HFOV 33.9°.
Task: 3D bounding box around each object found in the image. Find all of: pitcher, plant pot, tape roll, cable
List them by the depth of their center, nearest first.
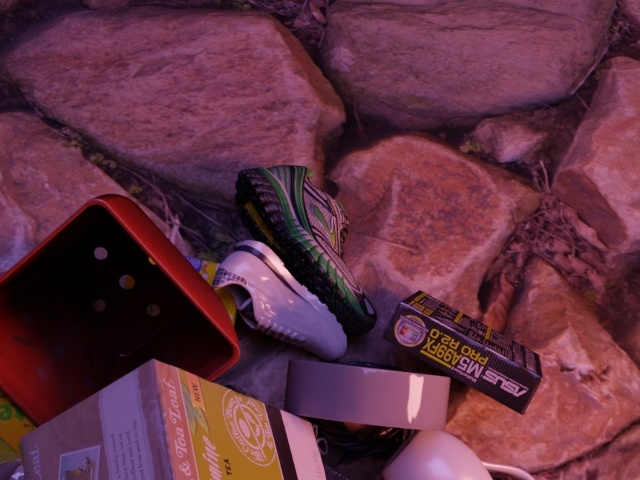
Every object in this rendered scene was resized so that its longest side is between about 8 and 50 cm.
[{"bbox_3d":[-0.278,0.092,1.402,0.267,0.267,0.236,49,11,-12],"label":"plant pot"},{"bbox_3d":[0.062,0.205,1.407,0.219,0.219,0.072,8,83,-6],"label":"tape roll"},{"bbox_3d":[0.202,0.342,1.460,0.207,0.125,0.178,41,44,5],"label":"pitcher"},{"bbox_3d":[0.052,0.246,1.544,0.184,0.047,0.151,10,58,-6],"label":"cable"}]

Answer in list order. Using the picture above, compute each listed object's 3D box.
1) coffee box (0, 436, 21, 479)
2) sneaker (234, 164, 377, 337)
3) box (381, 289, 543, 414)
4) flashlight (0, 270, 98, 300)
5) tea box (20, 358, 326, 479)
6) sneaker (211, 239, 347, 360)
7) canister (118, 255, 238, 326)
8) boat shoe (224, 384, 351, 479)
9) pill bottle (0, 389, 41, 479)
[{"bbox_3d":[-0.600,0.273,1.107,0.337,0.338,0.334,38,100,15],"label":"coffee box"},{"bbox_3d":[0.000,0.000,1.654,0.146,0.134,0.343,-18,59,-24],"label":"sneaker"},{"bbox_3d":[0.211,0.154,1.522,0.216,0.270,0.060,28,96,9],"label":"box"},{"bbox_3d":[-0.482,0.065,1.525,0.304,0.103,0.103,-14,22,-24],"label":"flashlight"},{"bbox_3d":[-0.141,0.360,1.204,0.323,0.220,0.329,32,34,-50],"label":"tea box"},{"bbox_3d":[-0.061,0.109,1.559,0.235,0.090,0.095,43,53,-12],"label":"sneaker"},{"bbox_3d":[-0.207,0.080,1.587,0.170,0.073,0.126,13,52,-4],"label":"canister"},{"bbox_3d":[-0.047,0.279,1.449,0.258,0.109,0.089,31,64,8],"label":"boat shoe"},{"bbox_3d":[-0.400,0.286,1.349,0.136,0.136,0.246,-17,59,-23],"label":"pill bottle"}]
